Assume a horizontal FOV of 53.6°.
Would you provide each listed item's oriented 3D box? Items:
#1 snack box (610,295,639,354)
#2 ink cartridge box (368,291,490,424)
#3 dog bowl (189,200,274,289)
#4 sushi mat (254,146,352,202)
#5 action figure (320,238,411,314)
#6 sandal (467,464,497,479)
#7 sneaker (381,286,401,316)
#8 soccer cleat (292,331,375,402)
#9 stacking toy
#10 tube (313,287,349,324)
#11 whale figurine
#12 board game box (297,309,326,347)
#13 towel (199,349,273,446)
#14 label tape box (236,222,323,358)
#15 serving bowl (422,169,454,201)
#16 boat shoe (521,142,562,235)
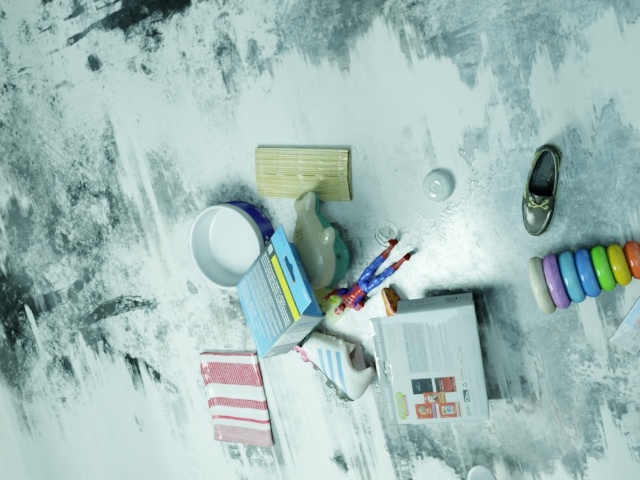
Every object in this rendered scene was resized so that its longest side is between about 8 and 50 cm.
[{"bbox_3d":[0.754,0.180,1.481,0.064,0.022,0.178,32,115,19],"label":"snack box"},{"bbox_3d":[0.287,0.313,1.669,0.271,0.130,0.310,-7,99,13],"label":"ink cartridge box"},{"bbox_3d":[-0.270,0.012,1.952,0.264,0.104,0.265,8,106,27],"label":"dog bowl"},{"bbox_3d":[-0.054,-0.192,1.832,0.316,0.019,0.152,5,106,28],"label":"sushi mat"},{"bbox_3d":[0.114,0.123,1.747,0.091,0.139,0.280,48,119,13],"label":"action figure"},{"bbox_3d":[0.464,0.708,1.739,0.101,0.076,0.266,-15,107,7],"label":"sandal"},{"bbox_3d":[0.204,0.215,1.769,0.067,0.064,0.175,-24,88,40],"label":"sneaker"},{"bbox_3d":[0.022,0.330,1.883,0.143,0.116,0.331,-46,65,-4],"label":"soccer cleat"},{"bbox_3d":[0.657,0.067,1.452,0.330,0.141,0.141,-17,94,26],"label":"stacking toy"},{"bbox_3d":[-0.017,0.138,1.874,0.240,0.062,0.070,45,158,3],"label":"tube"},{"bbox_3d":[0.000,0.000,1.796,0.216,0.141,0.272,-28,69,55],"label":"whale figurine"},{"bbox_3d":[-0.084,0.217,1.881,0.186,0.026,0.126,34,85,38],"label":"board game box"},{"bbox_3d":[-0.286,0.530,2.129,0.236,0.037,0.329,-4,100,29],"label":"towel"},{"bbox_3d":[-0.096,0.140,1.733,0.334,0.105,0.241,-50,54,45],"label":"label tape box"},{"bbox_3d":[0.302,-0.141,1.645,0.083,0.027,0.084,7,105,26],"label":"serving bowl"},{"bbox_3d":[0.521,-0.115,1.508,0.081,0.068,0.228,12,108,26],"label":"boat shoe"}]
